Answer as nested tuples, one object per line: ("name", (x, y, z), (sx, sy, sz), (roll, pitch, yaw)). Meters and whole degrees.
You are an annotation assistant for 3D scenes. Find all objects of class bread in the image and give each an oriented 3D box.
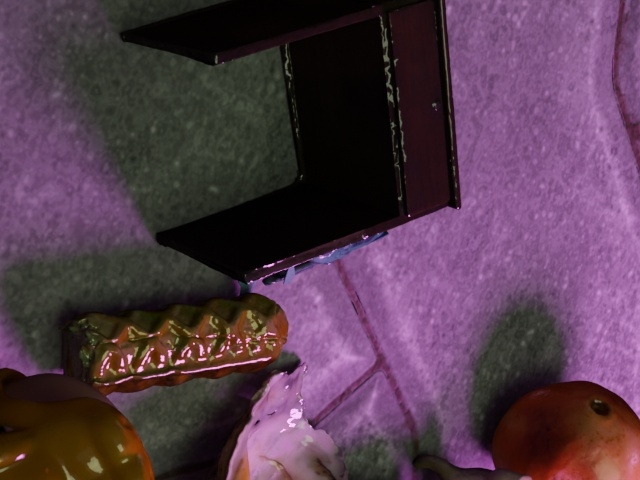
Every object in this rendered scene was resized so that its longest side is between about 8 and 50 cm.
("bread", (-0.153, 0.112, 1.606), (0.269, 0.087, 0.098), (-6, 108, -35))

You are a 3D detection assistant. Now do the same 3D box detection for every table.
("table", (-0.026, -0.127, 1.559), (0.282, 0.196, 0.250), (-21, 117, -31))

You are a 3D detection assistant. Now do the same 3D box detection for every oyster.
("oyster", (-0.065, 0.291, 1.709), (0.271, 0.100, 0.275), (-6, 79, -42))

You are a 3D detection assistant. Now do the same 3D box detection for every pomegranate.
("pomegranate", (0.338, 0.283, 1.979), (0.209, 0.209, 0.209), (-13, 112, -35))

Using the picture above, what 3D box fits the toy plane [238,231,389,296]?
("toy plane", (0.000, 0.000, 1.709), (0.235, 0.060, 0.096), (-22, 151, -33))

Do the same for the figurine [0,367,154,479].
("figurine", (-0.329, 0.251, 1.327), (0.268, 0.387, 0.401), (32, 79, -16))

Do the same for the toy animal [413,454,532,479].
("toy animal", (0.218, 0.391, 1.934), (0.121, 0.169, 0.233), (-39, 124, -28))
